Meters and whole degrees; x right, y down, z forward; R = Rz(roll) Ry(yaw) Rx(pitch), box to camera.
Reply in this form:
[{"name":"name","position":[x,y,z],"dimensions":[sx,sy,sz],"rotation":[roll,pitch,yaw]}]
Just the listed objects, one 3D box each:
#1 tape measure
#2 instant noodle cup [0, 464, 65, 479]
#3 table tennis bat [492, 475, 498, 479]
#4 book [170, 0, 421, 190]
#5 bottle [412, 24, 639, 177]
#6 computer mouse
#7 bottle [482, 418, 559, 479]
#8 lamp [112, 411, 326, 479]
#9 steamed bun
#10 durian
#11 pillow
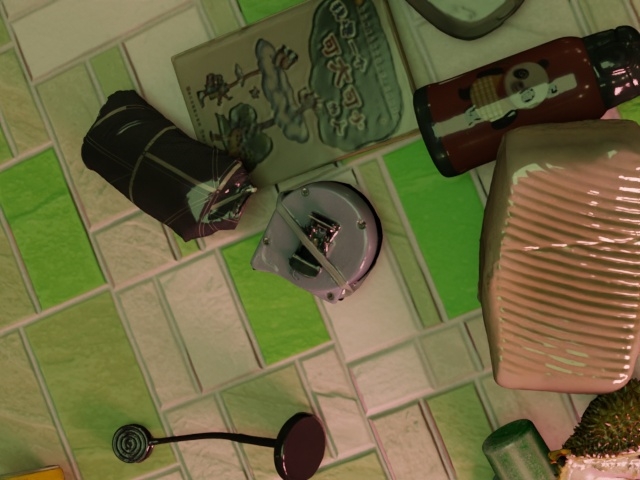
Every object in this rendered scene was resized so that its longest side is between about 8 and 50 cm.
[{"name":"tape measure","position":[0.002,-0.004,1.824],"dimensions":[0.182,0.107,0.181],"rotation":[23,106,17]},{"name":"instant noodle cup","position":[-0.493,0.507,1.965],"dimensions":[0.215,0.215,0.236],"rotation":[-12,83,17]},{"name":"table tennis bat","position":[0.354,0.389,1.783],"dimensions":[0.201,0.033,0.124],"rotation":[-16,96,19]},{"name":"book","position":[-0.038,-0.235,1.853],"dimensions":[0.371,0.043,0.260],"rotation":[-19,88,18]},{"name":"bottle","position":[0.312,-0.212,1.701],"dimensions":[0.336,0.144,0.144],"rotation":[-20,88,14]},{"name":"computer mouse","position":[0.172,-0.455,1.750],"dimensions":[0.197,0.095,0.331],"rotation":[-40,91,17]},{"name":"bottle","position":[0.355,0.423,1.724],"dimensions":[0.093,0.093,0.330],"rotation":[-29,95,16]},{"name":"lamp","position":[-0.182,0.326,1.898],"dimensions":[0.371,0.108,0.130],"rotation":[5,92,17]},{"name":"steamed bun","position":[0.347,0.013,1.658],"dimensions":[0.247,0.236,0.384],"rotation":[0,107,6]},{"name":"durian","position":[0.424,0.284,1.680],"dimensions":[0.237,0.138,0.193],"rotation":[6,127,-20]},{"name":"pillow","position":[-0.249,-0.116,1.881],"dimensions":[0.335,0.092,0.161],"rotation":[35,106,24]}]
